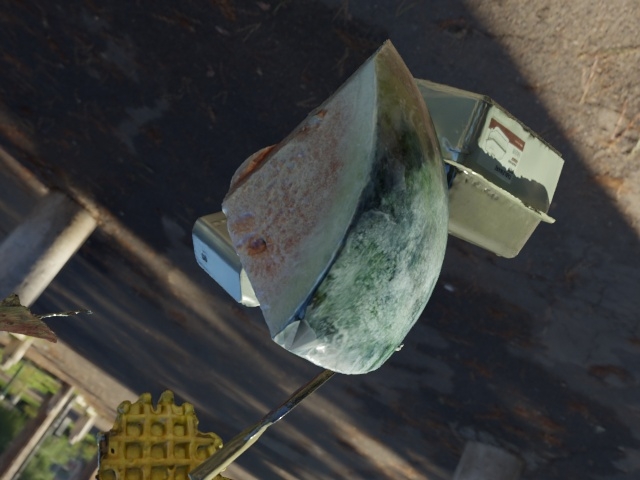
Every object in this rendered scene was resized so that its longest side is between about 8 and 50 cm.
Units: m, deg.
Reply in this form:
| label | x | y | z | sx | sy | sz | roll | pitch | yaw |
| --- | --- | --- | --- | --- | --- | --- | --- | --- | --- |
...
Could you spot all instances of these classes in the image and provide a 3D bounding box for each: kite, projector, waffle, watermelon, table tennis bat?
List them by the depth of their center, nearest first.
| label | x | y | z | sx | sy | sz | roll | pitch | yaw |
| --- | --- | --- | --- | --- | --- | --- | --- | --- | --- |
| watermelon | 0.000 | 0.000 | 0.705 | 0.213 | 0.290 | 0.320 | 14 | 133 | 17 |
| table tennis bat | -0.050 | 0.205 | 0.917 | 0.022 | 0.246 | 0.138 | 52 | 159 | 6 |
| kite | -0.355 | 0.095 | 0.959 | 0.156 | 0.011 | 0.139 | -3 | -154 | -45 |
| projector | -0.079 | 0.010 | 1.417 | 0.198 | 0.250 | 0.108 | 34 | 134 | 48 |
| waffle | -0.318 | 0.454 | 1.506 | 0.312 | 0.307 | 0.060 | 54 | 139 | 9 |

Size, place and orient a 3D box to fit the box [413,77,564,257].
| label | x | y | z | sx | sy | sz | roll | pitch | yaw |
| --- | --- | --- | --- | --- | --- | --- | --- | --- | --- |
| box | 0.182 | -0.097 | 1.053 | 0.220 | 0.166 | 0.290 | 27 | -176 | 41 |
